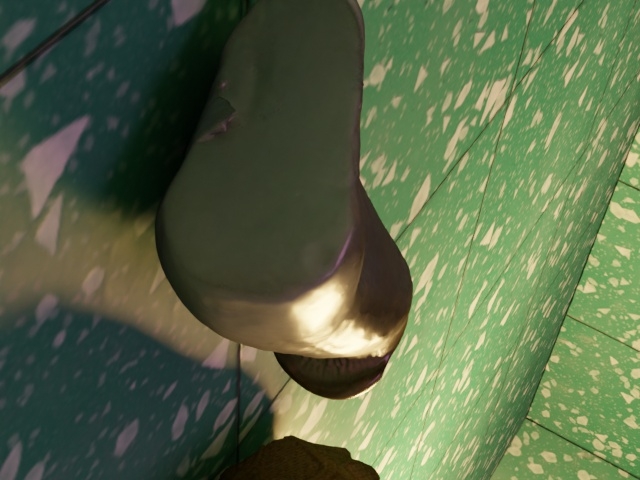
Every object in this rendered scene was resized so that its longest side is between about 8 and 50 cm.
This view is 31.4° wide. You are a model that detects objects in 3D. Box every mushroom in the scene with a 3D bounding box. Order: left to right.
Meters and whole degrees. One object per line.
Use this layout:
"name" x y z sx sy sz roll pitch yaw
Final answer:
"mushroom" 0.000 0.000 0.639 0.159 0.122 0.328 -50 161 -8

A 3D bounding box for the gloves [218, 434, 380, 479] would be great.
"gloves" -0.033 0.252 0.857 0.203 0.155 0.356 -57 179 5
